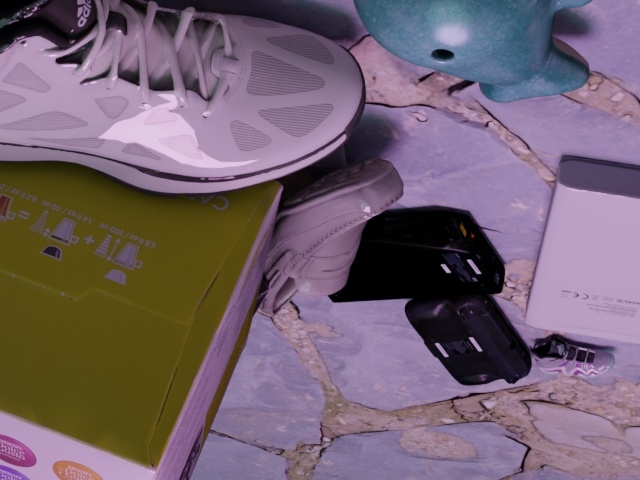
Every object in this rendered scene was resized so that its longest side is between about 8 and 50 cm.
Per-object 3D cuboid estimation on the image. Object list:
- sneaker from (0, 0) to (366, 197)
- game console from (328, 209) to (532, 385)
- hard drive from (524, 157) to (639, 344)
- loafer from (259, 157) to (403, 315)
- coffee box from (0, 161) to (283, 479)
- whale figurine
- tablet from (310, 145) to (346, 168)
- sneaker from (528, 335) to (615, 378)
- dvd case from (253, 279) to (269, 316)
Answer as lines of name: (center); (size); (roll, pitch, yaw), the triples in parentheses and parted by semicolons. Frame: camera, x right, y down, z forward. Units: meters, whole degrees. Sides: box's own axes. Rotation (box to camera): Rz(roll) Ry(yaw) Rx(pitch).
sneaker: (-0.169, -0.149, 1.490); (0.447, 0.169, 0.257); (1, 167, -7)
game console: (0.131, 0.076, 2.011); (0.213, 0.044, 0.361); (-4, 147, 27)
hard drive: (0.336, 0.022, 1.845); (0.203, 0.040, 0.307); (9, 150, 4)
loafer: (0.000, 0.000, 1.824); (0.111, 0.112, 0.319); (59, 150, -1)
coffee box: (-0.263, 0.097, 1.686); (0.338, 0.338, 0.334); (21, 146, 4)
whale figurine: (0.133, -0.183, 1.459); (0.216, 0.141, 0.272); (-6, 146, 28)
tablet: (-0.002, -0.100, 1.788); (0.054, 0.006, 0.083); (6, 150, 9)
sneaker: (0.295, 0.135, 2.057); (0.098, 0.038, 0.069); (-7, 147, 28)
dvd case: (-0.147, 0.039, 1.947); (0.179, 0.029, 0.238); (51, 151, 10)
